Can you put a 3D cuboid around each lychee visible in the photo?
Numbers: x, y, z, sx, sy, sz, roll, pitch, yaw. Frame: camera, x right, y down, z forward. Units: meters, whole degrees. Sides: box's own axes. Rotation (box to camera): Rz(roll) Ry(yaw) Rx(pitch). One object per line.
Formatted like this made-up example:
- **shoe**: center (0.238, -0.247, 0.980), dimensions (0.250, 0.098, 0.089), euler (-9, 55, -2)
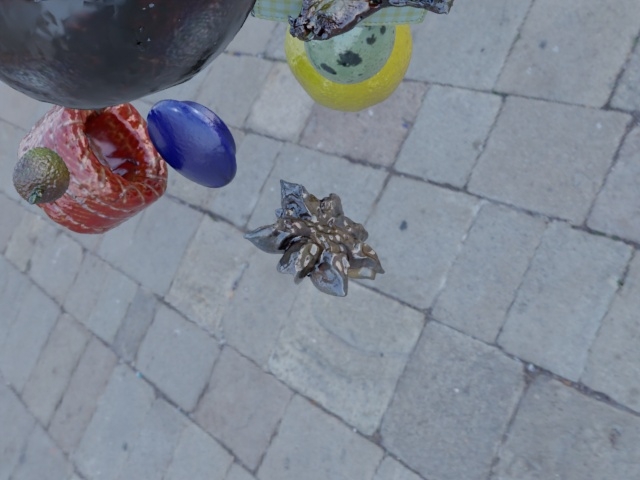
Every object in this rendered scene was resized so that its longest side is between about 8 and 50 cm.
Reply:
- **lychee**: center (-0.571, -0.129, 1.549), dimensions (0.114, 0.114, 0.146), euler (-40, 38, 24)

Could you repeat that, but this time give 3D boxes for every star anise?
- **star anise**: center (-0.016, -0.011, 1.572), dimensions (0.108, 0.316, 0.315), euler (-50, 41, 41)

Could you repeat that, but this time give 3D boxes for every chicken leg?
- **chicken leg**: center (0.073, -0.351, 1.123), dimensions (0.254, 0.051, 0.105), euler (-8, 57, 16)

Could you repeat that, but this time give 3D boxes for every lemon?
- **lemon**: center (0.066, -0.467, 1.831), dimensions (0.336, 0.336, 0.335), euler (-21, 57, 36)

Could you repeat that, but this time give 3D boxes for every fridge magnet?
- **fridge magnet**: center (-0.314, -0.242, 1.881), dimensions (0.266, 0.265, 0.112), euler (1, 44, 45)

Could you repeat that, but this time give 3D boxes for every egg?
- **egg**: center (0.061, -0.402, 1.467), dimensions (0.228, 0.177, 0.176), euler (136, 146, -68)

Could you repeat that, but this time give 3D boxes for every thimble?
- **thimble**: center (-0.593, -0.202, 1.984), dimensions (0.231, 0.350, 0.350), euler (-30, 52, 30)

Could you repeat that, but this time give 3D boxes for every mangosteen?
- **mangosteen**: center (-0.265, -0.315, 0.779), dimensions (0.381, 0.422, 0.380), euler (34, 134, 45)

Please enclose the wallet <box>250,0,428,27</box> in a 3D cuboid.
- **wallet**: center (0.039, -0.442, 1.249), dimensions (0.223, 0.310, 0.077), euler (102, 171, -59)
